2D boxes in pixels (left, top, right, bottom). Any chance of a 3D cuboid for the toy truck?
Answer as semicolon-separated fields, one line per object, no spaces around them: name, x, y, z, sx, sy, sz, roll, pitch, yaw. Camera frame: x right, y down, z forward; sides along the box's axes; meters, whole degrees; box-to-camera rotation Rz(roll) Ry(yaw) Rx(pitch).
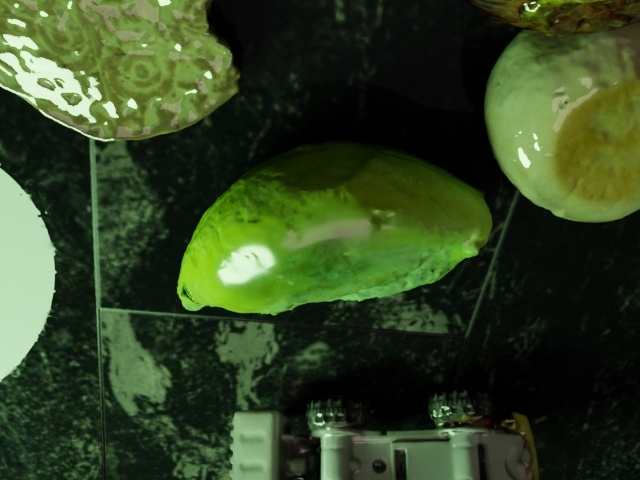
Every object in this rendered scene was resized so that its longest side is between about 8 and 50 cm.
toy truck;0.060;0.216;0.713;0.286;0.136;0.111;-2;157;4

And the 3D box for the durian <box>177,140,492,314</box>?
durian;0.000;0.000;0.564;0.250;0.101;0.139;-12;127;6

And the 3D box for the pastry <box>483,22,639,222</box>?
pastry;0.190;-0.087;0.518;0.156;0.092;0.156;-6;126;-8

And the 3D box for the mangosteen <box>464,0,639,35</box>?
mangosteen;0.140;-0.218;0.381;0.192;0.192;0.217;9;87;-9

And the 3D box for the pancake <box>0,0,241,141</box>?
pancake;-0.137;-0.169;0.477;0.212;0.029;0.235;17;123;-14
